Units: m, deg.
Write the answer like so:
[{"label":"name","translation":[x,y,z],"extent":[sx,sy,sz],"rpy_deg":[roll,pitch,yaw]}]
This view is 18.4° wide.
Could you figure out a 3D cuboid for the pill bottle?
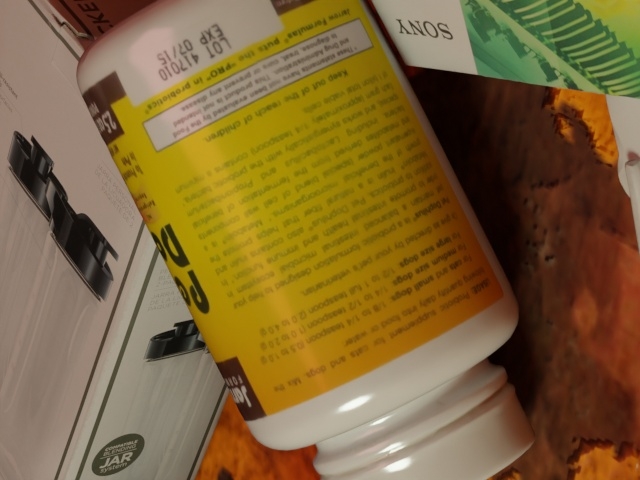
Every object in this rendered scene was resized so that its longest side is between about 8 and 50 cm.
[{"label":"pill bottle","translation":[0.000,0.000,0.769],"extent":[0.117,0.117,0.215],"rpy_deg":[-25,92,51]}]

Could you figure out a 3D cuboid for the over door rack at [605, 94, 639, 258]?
[{"label":"over door rack","translation":[0.177,0.101,0.594],"extent":[0.239,0.108,0.324],"rpy_deg":[8,103,50]}]

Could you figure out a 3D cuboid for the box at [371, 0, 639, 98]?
[{"label":"box","translation":[0.029,-0.191,0.610],"extent":[0.322,0.058,0.232],"rpy_deg":[59,163,-21]}]

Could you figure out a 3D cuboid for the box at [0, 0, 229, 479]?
[{"label":"box","translation":[-0.115,0.019,0.963],"extent":[0.169,0.087,0.290],"rpy_deg":[48,132,35]}]
